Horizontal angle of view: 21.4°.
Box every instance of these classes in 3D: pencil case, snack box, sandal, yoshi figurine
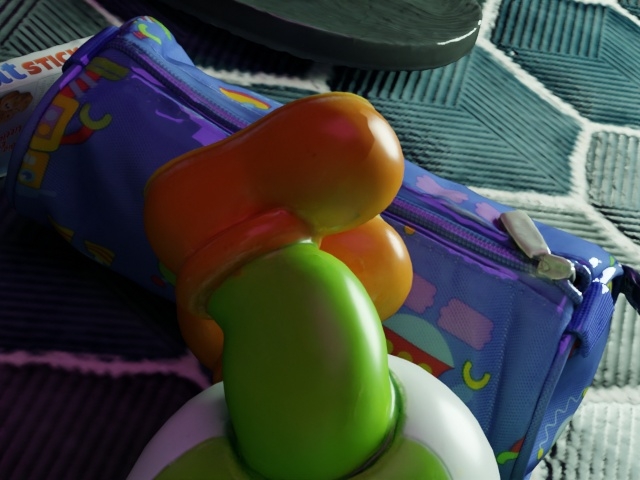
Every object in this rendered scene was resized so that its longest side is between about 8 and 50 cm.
[{"bbox_3d":[0.000,0.000,0.818,0.306,0.133,0.119,28,45,10],"label":"pencil case"},{"bbox_3d":[-0.177,-0.054,0.849,0.022,0.064,0.178,40,39,21],"label":"snack box"},{"bbox_3d":[-0.096,-0.238,1.098,0.446,0.107,0.167,27,36,6],"label":"sandal"},{"bbox_3d":[0.063,0.127,0.612,0.203,0.203,0.362,4,56,-39],"label":"yoshi figurine"}]
